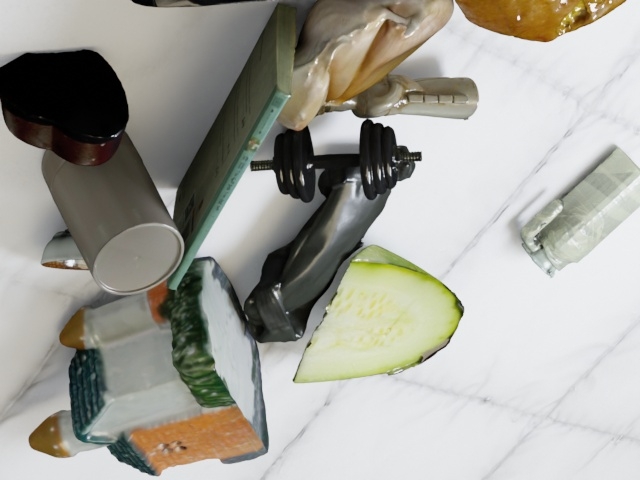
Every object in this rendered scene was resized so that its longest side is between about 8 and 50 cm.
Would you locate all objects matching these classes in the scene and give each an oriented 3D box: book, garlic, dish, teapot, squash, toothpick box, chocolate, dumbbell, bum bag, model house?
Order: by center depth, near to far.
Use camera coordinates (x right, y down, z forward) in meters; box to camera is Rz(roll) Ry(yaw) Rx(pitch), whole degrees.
[{"bbox_3d":[-0.277,-0.142,1.767,0.148,0.125,0.080,19,137,-4],"label":"chocolate"},{"bbox_3d":[-0.232,-0.039,1.835,0.111,0.181,0.111,-18,139,-16],"label":"toothpick box"},{"bbox_3d":[-0.102,-0.106,1.847,0.025,0.215,0.283,24,122,-16],"label":"book"},{"bbox_3d":[0.050,-0.236,1.859,0.217,0.110,0.228,-29,176,-38],"label":"garlic"},{"bbox_3d":[-0.257,-0.009,1.939,0.141,0.078,0.141,-1,174,0],"label":"dish"},{"bbox_3d":[0.018,-0.096,1.989,0.208,0.099,0.099,-3,142,9],"label":"dumbbell"},{"bbox_3d":[-0.236,0.180,2.106,0.301,0.190,0.271,-18,146,5],"label":"model house"},{"bbox_3d":[0.000,0.000,2.126,0.142,0.080,0.326,14,115,-54],"label":"bum bag"},{"bbox_3d":[0.096,0.108,2.233,0.204,0.155,0.237,-45,167,-52],"label":"squash"},{"bbox_3d":[0.371,-0.041,2.347,0.200,0.077,0.107,-44,137,13],"label":"teapot"}]

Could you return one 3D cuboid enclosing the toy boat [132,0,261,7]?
[{"bbox_3d":[-0.070,-0.305,1.725,0.299,0.134,0.092,-11,110,-29],"label":"toy boat"}]

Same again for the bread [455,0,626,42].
[{"bbox_3d":[0.260,-0.366,1.841,0.312,0.172,0.312,-19,138,-19],"label":"bread"}]

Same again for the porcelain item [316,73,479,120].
[{"bbox_3d":[0.082,-0.173,2.007,0.213,0.054,0.084,-2,175,-22],"label":"porcelain item"}]
